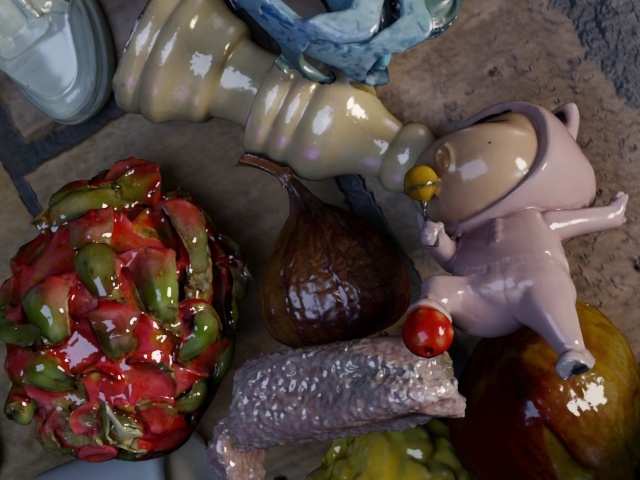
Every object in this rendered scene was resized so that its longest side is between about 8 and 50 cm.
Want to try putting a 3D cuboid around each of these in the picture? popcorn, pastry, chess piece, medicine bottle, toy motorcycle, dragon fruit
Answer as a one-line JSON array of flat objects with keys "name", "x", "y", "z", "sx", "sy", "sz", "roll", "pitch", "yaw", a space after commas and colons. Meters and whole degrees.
[{"name": "popcorn", "x": 0.053, "y": 0.274, "z": 1.593, "sx": 0.203, "sy": 0.200, "sz": 0.226, "roll": -2, "pitch": 100, "yaw": 8}, {"name": "pastry", "x": 0.006, "y": 0.143, "z": 1.533, "sx": 0.265, "sy": 0.103, "sz": 0.112, "roll": -23, "pitch": 68, "yaw": 24}, {"name": "chess piece", "x": -0.036, "y": -0.127, "z": 1.619, "sx": 0.307, "sy": 0.124, "sz": 0.139, "roll": 27, "pitch": 76, "yaw": 12}, {"name": "medicine bottle", "x": -0.230, "y": 0.289, "z": 1.735, "sx": 0.252, "sy": 0.144, "sz": 0.144, "roll": -21, "pitch": 90, "yaw": 21}, {"name": "toy motorcycle", "x": 0.002, "y": -0.266, "z": 1.543, "sx": 0.260, "sy": 0.206, "sz": 0.154, "roll": 53, "pitch": 151, "yaw": 6}, {"name": "dragon fruit", "x": -0.193, "y": 0.068, "z": 1.626, "sx": 0.231, "sy": 0.237, "sz": 0.303, "roll": 18, "pitch": 63, "yaw": -8}]

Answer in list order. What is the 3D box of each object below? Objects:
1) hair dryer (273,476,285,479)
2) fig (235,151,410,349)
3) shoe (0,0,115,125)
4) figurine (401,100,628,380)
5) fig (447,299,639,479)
[{"name": "hair dryer", "x": -0.038, "y": 0.347, "z": 1.716, "sx": 0.173, "sy": 0.050, "sz": 0.195, "roll": -45, "pitch": 51, "yaw": 47}, {"name": "fig", "x": 0.000, "y": 0.000, "z": 1.602, "sx": 0.133, "sy": 0.146, "sz": 0.201, "roll": -20, "pitch": 85, "yaw": 34}, {"name": "shoe", "x": -0.332, "y": -0.255, "z": 1.682, "sx": 0.124, "sy": 0.159, "sz": 0.316, "roll": -36, "pitch": 82, "yaw": 21}, {"name": "figurine", "x": 0.160, "y": -0.015, "z": 1.471, "sx": 0.176, "sy": 0.287, "sz": 0.186, "roll": -17, "pitch": 135, "yaw": 33}, {"name": "fig", "x": 0.256, "y": 0.178, "z": 1.518, "sx": 0.290, "sy": 0.190, "sz": 0.191, "roll": 33, "pitch": 108, "yaw": 13}]
